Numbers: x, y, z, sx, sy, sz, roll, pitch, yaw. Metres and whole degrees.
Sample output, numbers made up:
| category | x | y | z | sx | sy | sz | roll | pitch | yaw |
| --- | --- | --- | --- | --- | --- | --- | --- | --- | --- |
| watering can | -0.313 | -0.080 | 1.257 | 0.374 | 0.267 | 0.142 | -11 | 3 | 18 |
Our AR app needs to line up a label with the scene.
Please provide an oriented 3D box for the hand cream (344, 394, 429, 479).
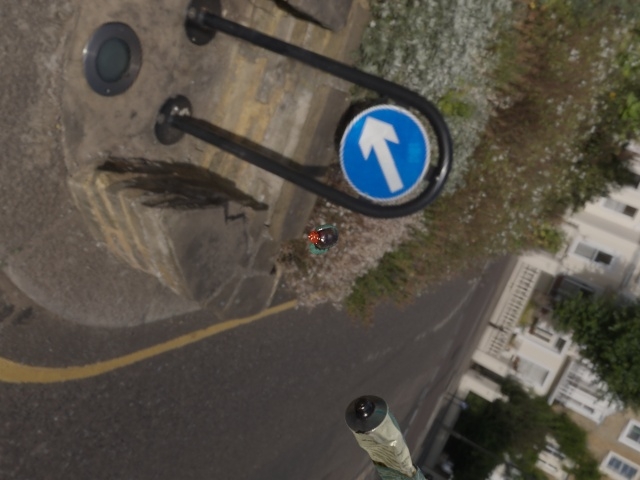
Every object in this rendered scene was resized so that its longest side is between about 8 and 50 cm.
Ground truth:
| category | x | y | z | sx | sy | sz | roll | pitch | yaw |
| --- | --- | --- | --- | --- | --- | --- | --- | --- | --- |
| hand cream | 0.096 | 0.262 | 0.725 | 0.248 | 0.075 | 0.052 | 57 | 43 | -35 |

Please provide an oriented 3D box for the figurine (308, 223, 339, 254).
| category | x | y | z | sx | sy | sz | roll | pitch | yaw |
| --- | --- | --- | --- | --- | --- | --- | --- | --- | --- |
| figurine | 0.000 | 0.000 | 1.145 | 0.106 | 0.060 | 0.047 | 123 | -42 | -73 |
